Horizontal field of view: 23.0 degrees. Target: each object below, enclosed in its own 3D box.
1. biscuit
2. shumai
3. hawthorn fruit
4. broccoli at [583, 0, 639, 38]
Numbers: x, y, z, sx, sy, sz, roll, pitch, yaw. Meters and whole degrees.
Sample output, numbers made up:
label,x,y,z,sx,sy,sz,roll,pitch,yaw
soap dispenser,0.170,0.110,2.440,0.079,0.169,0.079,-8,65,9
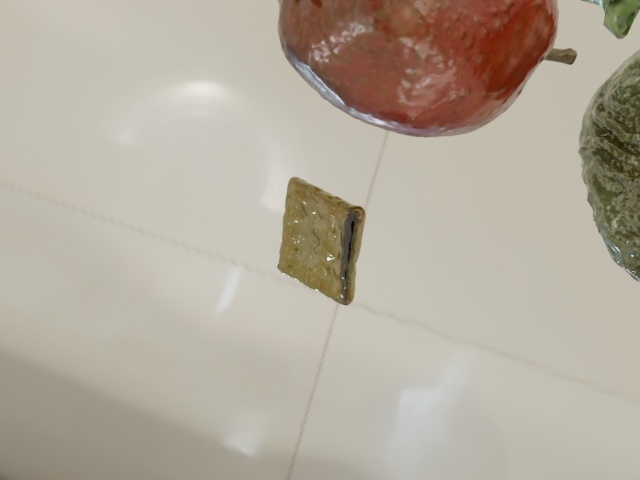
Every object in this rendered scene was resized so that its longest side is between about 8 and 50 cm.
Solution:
label,x,y,z,sx,sy,sz,roll,pitch,yaw
biscuit,0.000,0.000,1.221,0.081,0.018,0.083,25,117,38
shumai,0.336,-0.050,1.192,0.260,0.222,0.225,-12,67,53
hawthorn fruit,0.090,-0.172,1.189,0.253,0.205,0.205,24,119,-29
broccoli,0.064,-0.173,0.511,0.274,0.198,0.177,10,133,17
